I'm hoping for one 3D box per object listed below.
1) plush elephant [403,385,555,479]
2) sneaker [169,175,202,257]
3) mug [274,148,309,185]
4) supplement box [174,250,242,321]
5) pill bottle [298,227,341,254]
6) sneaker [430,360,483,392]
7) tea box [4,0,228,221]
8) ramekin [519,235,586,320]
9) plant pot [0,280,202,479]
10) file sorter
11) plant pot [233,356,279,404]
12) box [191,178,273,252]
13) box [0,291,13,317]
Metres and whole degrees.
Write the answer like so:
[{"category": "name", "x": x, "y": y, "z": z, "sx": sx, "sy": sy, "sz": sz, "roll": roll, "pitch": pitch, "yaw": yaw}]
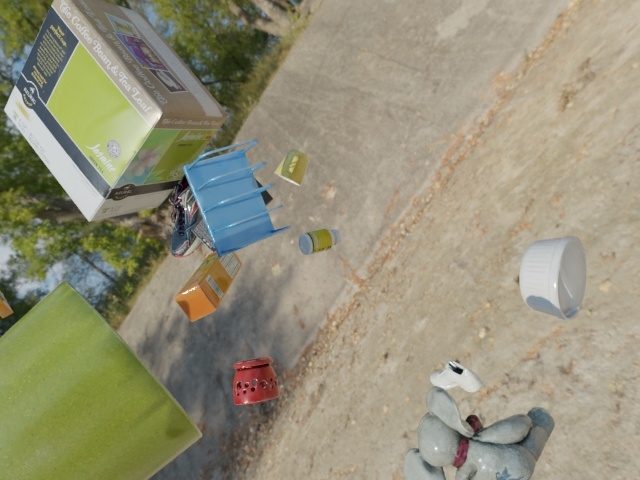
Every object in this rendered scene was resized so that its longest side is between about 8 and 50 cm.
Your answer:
[{"category": "plush elephant", "x": 0.336, "y": 0.476, "z": 1.000, "sx": 0.330, "sy": 0.255, "sz": 0.272, "roll": 1, "pitch": -63, "yaw": -56}, {"category": "sneaker", "x": -0.425, "y": -0.095, "z": 1.368, "sx": 0.120, "sy": 0.112, "sz": 0.299, "roll": 5, "pitch": 80, "yaw": 31}, {"category": "mug", "x": -0.052, "y": -0.155, "z": 0.917, "sx": 0.078, "sy": 0.062, "sz": 0.064, "roll": 28, "pitch": 91, "yaw": 54}, {"category": "supplement box", "x": -0.267, "y": 0.097, "z": 1.070, "sx": 0.078, "sy": 0.080, "sz": 0.233, "roll": -27, "pitch": 16, "yaw": 15}, {"category": "pill bottle", "x": 0.000, "y": 0.000, "z": 1.262, "sx": 0.116, "sy": 0.065, "sz": 0.065, "roll": -14, "pitch": -16, "yaw": -33}, {"category": "sneaker", "x": 0.433, "y": 0.438, "z": 1.443, "sx": 0.080, "sy": 0.094, "sz": 0.212, "roll": -42, "pitch": 9, "yaw": -30}, {"category": "tea box", "x": -0.447, "y": -0.280, "z": 0.957, "sx": 0.323, "sy": 0.329, "sz": 0.220, "roll": -42, "pitch": -6, "yaw": 27}, {"category": "ramekin", "x": 0.755, "y": 0.117, "z": 1.418, "sx": 0.127, "sy": 0.273, "sz": 0.273, "roll": 3, "pitch": 57, "yaw": 47}, {"category": "plant pot", "x": -0.347, "y": 0.245, "z": 0.519, "sx": 0.293, "sy": 0.275, "sz": 0.275, "roll": -41, "pitch": 2, "yaw": -28}, {"category": "file sorter", "x": -0.140, "y": -0.074, "z": 0.753, "sx": 0.118, "sy": 0.170, "sz": 0.104, "roll": -24, "pitch": 7, "yaw": -30}, {"category": "plant pot", "x": -0.276, "y": 0.585, "z": 1.829, "sx": 0.191, "sy": 0.191, "sz": 0.174, "roll": 145, "pitch": 118, "yaw": -63}, {"category": "box", "x": -0.261, "y": -0.078, "z": 1.278, "sx": 0.207, "sy": 0.108, "sz": 0.153, "roll": -37, "pitch": 7, "yaw": 47}, {"category": "box", "x": -0.782, "y": 0.116, "z": 1.023, "sx": 0.028, "sy": 0.081, "sz": 0.136, "roll": -36, "pitch": -31, "yaw": -27}]
